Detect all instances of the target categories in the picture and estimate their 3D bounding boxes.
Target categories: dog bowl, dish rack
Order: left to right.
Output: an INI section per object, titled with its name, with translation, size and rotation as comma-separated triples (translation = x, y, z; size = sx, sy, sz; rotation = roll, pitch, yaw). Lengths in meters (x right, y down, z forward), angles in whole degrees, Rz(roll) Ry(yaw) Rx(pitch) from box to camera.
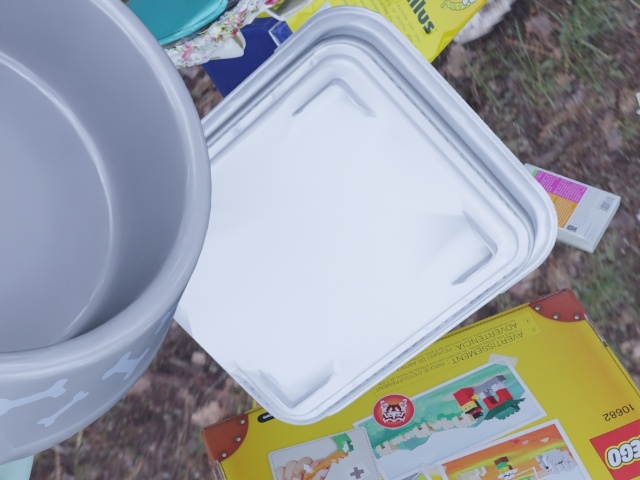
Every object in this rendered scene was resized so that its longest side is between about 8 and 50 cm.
[dog bowl]
translation = -0.221, -0.044, 0.808
size = 0.349, 0.348, 0.102
rotation = 39, 140, -10
[dish rack]
translation = 0.000, 0.000, 1.154
size = 0.333, 0.072, 0.285
rotation = -39, 101, 25

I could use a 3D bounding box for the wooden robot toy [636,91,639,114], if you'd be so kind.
[wooden robot toy]
translation = 0.328, -0.099, 1.146
size = 0.173, 0.079, 0.076
rotation = 7, 86, -14

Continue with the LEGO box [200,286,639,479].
[LEGO box]
translation = 0.157, 0.319, 1.587
size = 0.500, 0.372, 0.193
rotation = -20, 137, -7

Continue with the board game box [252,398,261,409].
[board game box]
translation = -0.065, 0.256, 1.829
size = 0.026, 0.103, 0.154
rotation = 1, 103, -22

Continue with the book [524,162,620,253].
[book]
translation = 0.333, -0.049, 1.899
size = 0.144, 0.096, 0.035
rotation = 23, 147, 22

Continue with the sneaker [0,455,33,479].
[sneaker]
translation = -0.248, 0.200, 0.994
size = 0.094, 0.256, 0.151
rotation = 43, 131, -19

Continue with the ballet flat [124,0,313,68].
[ballet flat]
translation = -0.059, -0.185, 1.041
size = 0.241, 0.091, 0.077
rotation = -32, 136, 6

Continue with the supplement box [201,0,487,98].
[supplement box]
translation = 0.037, -0.301, 1.768
size = 0.356, 0.194, 0.195
rotation = -48, 120, -24
